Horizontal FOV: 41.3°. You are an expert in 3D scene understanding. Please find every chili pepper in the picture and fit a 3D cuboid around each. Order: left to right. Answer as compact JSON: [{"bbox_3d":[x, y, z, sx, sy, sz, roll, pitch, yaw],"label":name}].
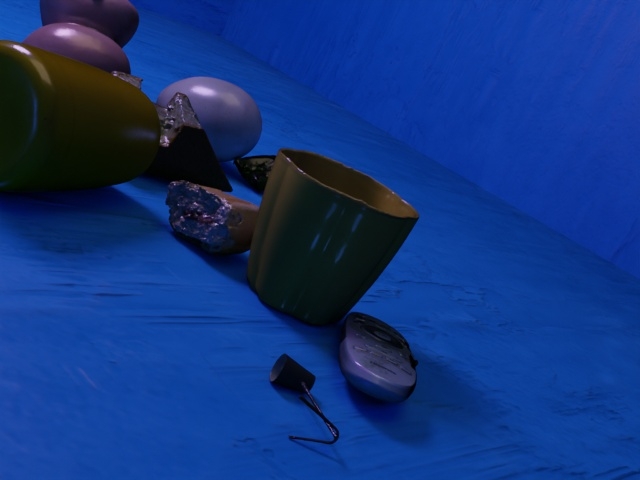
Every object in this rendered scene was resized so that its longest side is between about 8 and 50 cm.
[{"bbox_3d":[-0.086,-0.130,1.624,0.098,0.061,0.224,37,16,16],"label":"chili pepper"}]

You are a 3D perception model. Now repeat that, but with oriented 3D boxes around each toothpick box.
[{"bbox_3d":[-0.326,-0.147,1.081,0.175,0.175,0.271,30,13,18],"label":"toothpick box"}]

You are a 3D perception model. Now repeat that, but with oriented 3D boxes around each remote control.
[{"bbox_3d":[0.065,0.134,0.997,0.097,0.045,0.256,26,12,0],"label":"remote control"}]

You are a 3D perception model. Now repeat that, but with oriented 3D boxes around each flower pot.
[{"bbox_3d":[0.000,0.000,1.081,0.195,0.179,0.195,25,15,-7],"label":"flower pot"}]

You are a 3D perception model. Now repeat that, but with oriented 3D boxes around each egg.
[{"bbox_3d":[-0.210,-0.229,1.587,0.209,0.151,0.151,22,14,12],"label":"egg"}]

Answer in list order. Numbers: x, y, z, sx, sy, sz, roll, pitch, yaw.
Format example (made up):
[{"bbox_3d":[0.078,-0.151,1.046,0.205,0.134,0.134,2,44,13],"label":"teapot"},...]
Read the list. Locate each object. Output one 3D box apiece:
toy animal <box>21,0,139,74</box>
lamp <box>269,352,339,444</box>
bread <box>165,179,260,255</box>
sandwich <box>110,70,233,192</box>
[{"bbox_3d":[-0.417,-0.341,1.495,0.210,0.221,0.229,15,16,-20],"label":"toy animal"},{"bbox_3d":[-0.015,0.153,0.823,0.054,0.041,0.121,30,9,-16],"label":"lamp"},{"bbox_3d":[-0.142,-0.027,1.150,0.125,0.082,0.106,23,1,34],"label":"bread"},{"bbox_3d":[-0.241,-0.162,1.362,0.235,0.128,0.122,16,25,-30],"label":"sandwich"}]
